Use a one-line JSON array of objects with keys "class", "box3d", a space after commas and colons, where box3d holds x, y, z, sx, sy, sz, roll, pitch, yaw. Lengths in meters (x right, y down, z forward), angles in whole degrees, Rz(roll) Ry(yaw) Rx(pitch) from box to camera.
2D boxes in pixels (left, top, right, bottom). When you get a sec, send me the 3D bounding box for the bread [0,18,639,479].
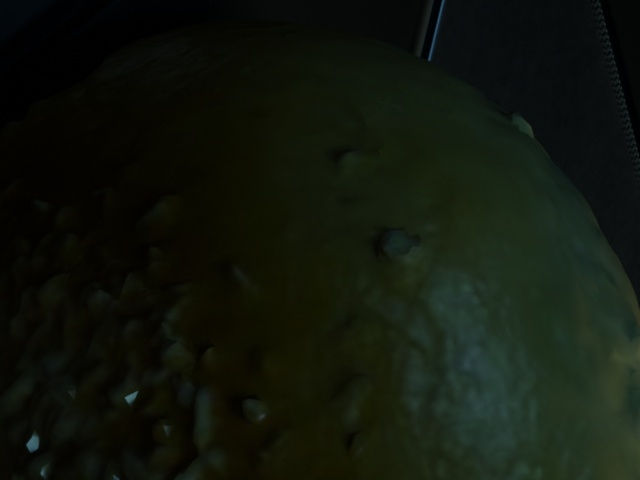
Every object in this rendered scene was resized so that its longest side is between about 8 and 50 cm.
[{"class": "bread", "box3d": [-0.012, 0.113, 0.410, 0.171, 0.192, 0.314, 2, 104, -34]}]
